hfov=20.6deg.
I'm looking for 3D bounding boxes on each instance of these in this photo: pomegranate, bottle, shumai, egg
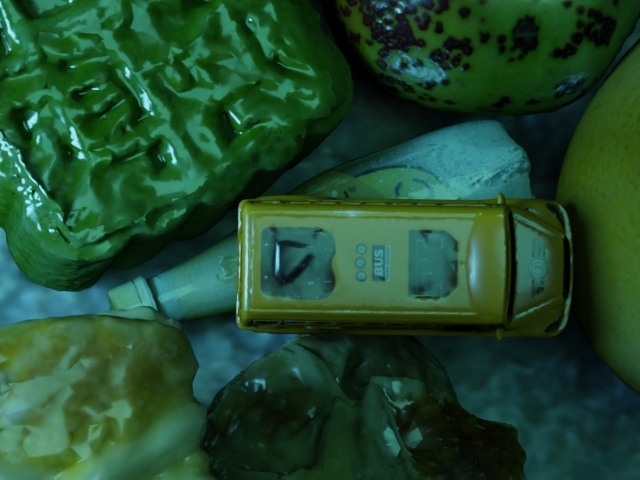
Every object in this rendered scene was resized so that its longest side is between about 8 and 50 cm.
[{"bbox_3d":[0.104,-0.186,1.065,0.214,0.248,0.214,2,69,-4],"label":"pomegranate"},{"bbox_3d":[0.000,0.000,1.076,0.269,0.083,0.083,-19,82,-12],"label":"bottle"},{"bbox_3d":[0.022,0.128,1.016,0.161,0.153,0.209,44,65,-9],"label":"shumai"},{"bbox_3d":[0.281,-0.036,1.076,0.250,0.250,0.322,35,69,-5],"label":"egg"}]

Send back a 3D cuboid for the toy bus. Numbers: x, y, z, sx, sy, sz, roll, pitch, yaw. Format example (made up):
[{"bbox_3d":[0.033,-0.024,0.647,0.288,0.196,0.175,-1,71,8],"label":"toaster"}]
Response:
[{"bbox_3d":[0.049,0.015,0.995,0.194,0.088,0.083,0,87,-3],"label":"toy bus"}]

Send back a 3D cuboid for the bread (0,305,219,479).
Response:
[{"bbox_3d":[-0.215,0.242,0.843,0.390,0.279,0.371,-14,82,-19],"label":"bread"}]

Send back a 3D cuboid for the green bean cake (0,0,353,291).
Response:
[{"bbox_3d":[-0.126,-0.118,1.044,0.222,0.125,0.248,-32,86,-21],"label":"green bean cake"}]
